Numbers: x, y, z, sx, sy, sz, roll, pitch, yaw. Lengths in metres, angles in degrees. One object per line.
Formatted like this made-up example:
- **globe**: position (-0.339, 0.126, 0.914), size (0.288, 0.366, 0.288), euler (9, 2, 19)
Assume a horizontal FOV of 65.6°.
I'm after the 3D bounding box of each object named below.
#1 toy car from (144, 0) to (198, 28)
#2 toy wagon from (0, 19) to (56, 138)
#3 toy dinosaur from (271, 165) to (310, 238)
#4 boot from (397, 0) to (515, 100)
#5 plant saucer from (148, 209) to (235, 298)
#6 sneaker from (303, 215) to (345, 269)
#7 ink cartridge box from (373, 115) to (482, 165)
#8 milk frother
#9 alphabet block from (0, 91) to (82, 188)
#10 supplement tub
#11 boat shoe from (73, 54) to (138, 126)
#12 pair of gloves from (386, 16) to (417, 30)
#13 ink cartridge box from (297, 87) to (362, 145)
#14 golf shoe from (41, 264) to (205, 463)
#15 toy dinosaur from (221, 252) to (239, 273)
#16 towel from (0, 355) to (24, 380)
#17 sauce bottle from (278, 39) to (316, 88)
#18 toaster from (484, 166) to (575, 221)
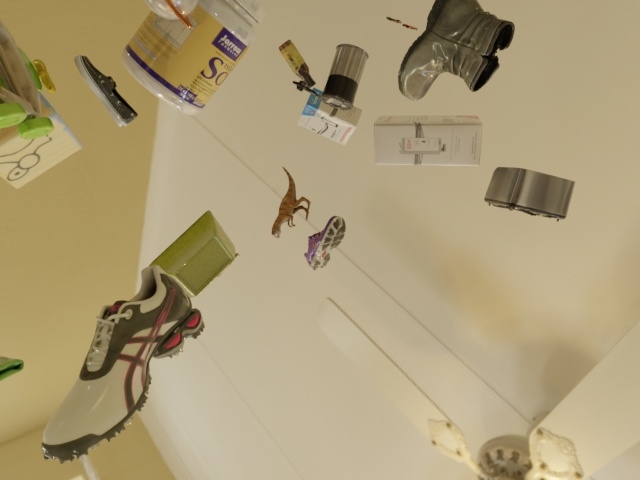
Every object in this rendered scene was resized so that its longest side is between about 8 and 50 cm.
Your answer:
- **toy car**: position (-0.297, -0.519, 0.998), size (0.220, 0.210, 0.237), euler (-18, -98, 11)
- **toy wagon**: position (-0.526, -0.296, 0.800), size (0.344, 0.068, 0.267), euler (-164, -129, -79)
- **toy dinosaur**: position (-0.083, -0.108, 1.388), size (0.113, 0.064, 0.211), euler (14, -102, 3)
- **boot**: position (0.243, -0.329, 0.930), size (0.161, 0.084, 0.246), euler (59, -31, 26)
- **plant saucer**: position (-0.285, 0.049, 1.174), size (0.045, 0.188, 0.188), euler (37, -16, 26)
- **sneaker**: position (0.000, 0.000, 1.208), size (0.071, 0.068, 0.169), euler (51, -49, 25)
- **ink cartridge box**: position (0.302, -0.288, 1.407), size (0.283, 0.207, 0.117), euler (3, -69, 13)
- **milk frother**: position (0.023, -0.405, 1.206), size (0.129, 0.143, 0.134), euler (11, -97, 55)
- **alphabet block**: position (-0.746, -0.279, 1.212), size (0.193, 0.197, 0.192), euler (48, -16, 11)
- **supplement tub**: position (-0.318, -0.519, 1.271), size (0.331, 0.241, 0.241), euler (-48, -116, 13)
- **boat shoe**: position (-0.391, -0.277, 0.910), size (0.142, 0.040, 0.049), euler (59, 1, -24)
- **pair of gloves**: position (0.220, -0.587, 1.341), size (0.083, 0.074, 0.010), euler (32, -61, 21)
- **ink cartridge box**: position (0.034, -0.461, 1.860), size (0.148, 0.203, 0.085), euler (131, -20, -65)
- **golf shoe**: position (-0.265, 0.147, 0.639), size (0.105, 0.272, 0.120), euler (-7, -61, 25)
- **toy dinosaur**: position (-0.301, 0.069, 1.575), size (0.053, 0.092, 0.183), euler (30, -24, -1)
- **towel**: position (-0.350, 0.118, 0.420), size (0.152, 0.113, 0.023), euler (1, -71, 25)
- **sauce bottle**: position (-0.057, -0.451, 1.277), size (0.042, 0.042, 0.128), euler (-20, -67, 48)
- **toaster**: position (0.550, -0.123, 1.309), size (0.185, 0.168, 0.110), euler (-116, -141, -80)
